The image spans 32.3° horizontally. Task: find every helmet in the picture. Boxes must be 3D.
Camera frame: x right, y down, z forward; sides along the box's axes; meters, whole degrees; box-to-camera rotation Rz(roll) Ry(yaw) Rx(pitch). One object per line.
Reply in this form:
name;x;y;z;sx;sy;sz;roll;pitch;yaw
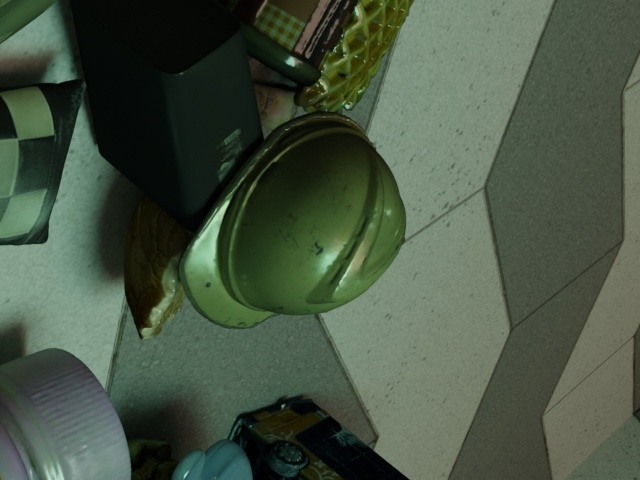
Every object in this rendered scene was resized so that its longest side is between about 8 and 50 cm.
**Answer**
helmet;0.000;0.005;1.110;0.257;0.137;0.204;-53;138;-5

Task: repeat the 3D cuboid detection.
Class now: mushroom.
mushroom;-0.079;0.002;1.228;0.233;0.302;0.208;-79;157;-48

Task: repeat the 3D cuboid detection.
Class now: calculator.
calculator;-0.155;0.358;1.458;0.188;0.042;0.302;-52;160;-22

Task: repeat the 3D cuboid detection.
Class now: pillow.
pillow;-0.326;-0.061;0.996;0.250;0.106;0.186;-12;131;-53

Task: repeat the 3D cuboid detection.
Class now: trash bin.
trash bin;-0.144;-0.144;1.068;0.115;0.165;0.225;-40;155;-23

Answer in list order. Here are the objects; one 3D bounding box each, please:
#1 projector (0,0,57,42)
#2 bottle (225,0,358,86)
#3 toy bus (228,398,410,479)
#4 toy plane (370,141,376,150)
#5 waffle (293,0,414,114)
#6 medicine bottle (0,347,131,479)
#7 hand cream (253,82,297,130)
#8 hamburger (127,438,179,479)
projector;-0.248;-0.223;0.879;0.193;0.088;0.269;-23;-160;50
bottle;0.009;-0.304;1.173;0.271;0.143;0.156;-59;-177;6
toy bus;0.013;0.396;1.690;0.194;0.323;0.162;-12;130;-50
toy plane;0.002;-0.087;1.447;0.171;0.065;0.162;-39;145;-26
waffle;0.049;-0.242;1.330;0.207;0.054;0.214;-64;166;14
medicine bottle;-0.400;0.265;1.107;0.388;0.219;0.219;-21;136;-41
hand cream;-0.068;-0.159;1.315;0.143;0.039;0.061;6;114;-60
hamburger;-0.239;0.357;1.509;0.159;0.131;0.185;-33;146;-57
